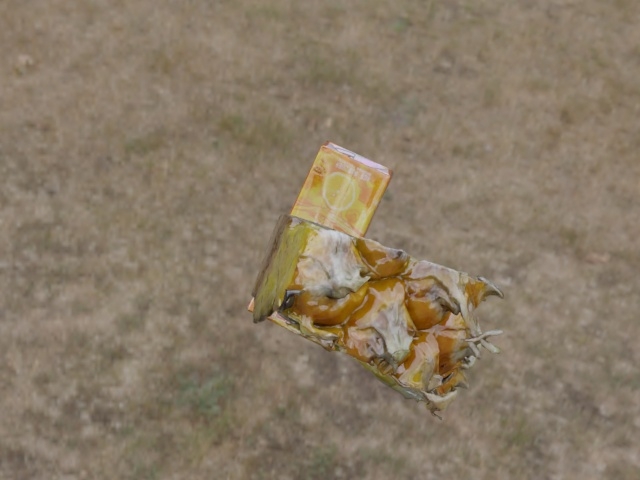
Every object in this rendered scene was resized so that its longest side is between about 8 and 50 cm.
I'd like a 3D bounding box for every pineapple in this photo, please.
[{"bbox_3d":[0.030,0.041,0.916,0.186,0.236,0.114,19,81,41],"label":"pineapple"}]

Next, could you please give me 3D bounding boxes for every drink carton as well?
[{"bbox_3d":[0.000,0.000,1.512,0.096,0.223,0.071,24,9,3],"label":"drink carton"}]
